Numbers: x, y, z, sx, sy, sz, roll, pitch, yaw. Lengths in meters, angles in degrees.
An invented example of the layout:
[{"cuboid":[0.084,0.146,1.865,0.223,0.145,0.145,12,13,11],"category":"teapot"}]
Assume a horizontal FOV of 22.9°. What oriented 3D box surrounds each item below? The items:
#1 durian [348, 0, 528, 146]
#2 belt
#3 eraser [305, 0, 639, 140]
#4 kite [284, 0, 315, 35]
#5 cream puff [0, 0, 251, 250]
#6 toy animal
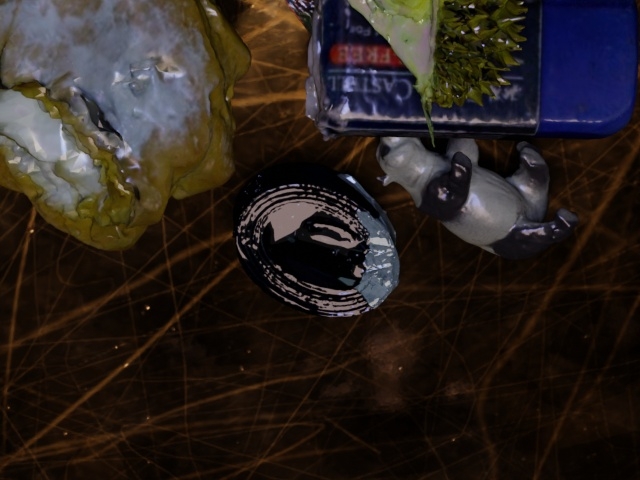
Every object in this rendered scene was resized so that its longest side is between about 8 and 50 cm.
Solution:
[{"cuboid":[0.068,-0.283,1.521,0.352,0.158,0.169,48,115,4],"category":"durian"},{"cuboid":[0.000,0.000,1.744,0.198,0.078,0.151,32,109,-16],"category":"belt"},{"cuboid":[0.153,-0.177,1.611,0.332,0.101,0.155,1,90,-6],"category":"eraser"},{"cuboid":[0.010,-0.300,1.616,0.189,0.009,0.232,8,118,-7],"category":"kite"},{"cuboid":[-0.227,-0.174,1.571,0.274,0.270,0.323,-48,117,-16],"category":"cream puff"},{"cuboid":[0.161,-0.060,1.711,0.225,0.093,0.121,26,138,-19],"category":"toy animal"}]
